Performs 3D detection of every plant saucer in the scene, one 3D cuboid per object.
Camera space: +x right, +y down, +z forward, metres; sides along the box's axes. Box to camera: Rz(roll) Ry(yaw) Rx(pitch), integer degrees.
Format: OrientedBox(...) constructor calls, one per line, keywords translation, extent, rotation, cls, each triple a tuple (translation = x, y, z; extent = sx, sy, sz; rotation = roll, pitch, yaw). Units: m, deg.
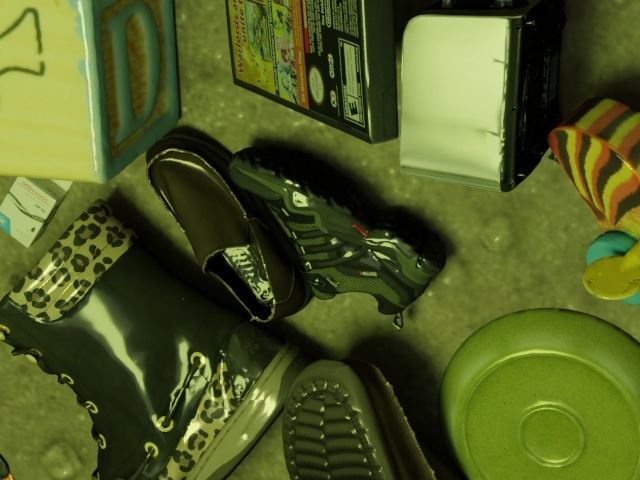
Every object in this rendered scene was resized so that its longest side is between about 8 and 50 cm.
OrientedBox(translation=(0.225, 0.183, 1.789), extent=(0.241, 0.037, 0.241), rotation=(7, 114, 17), cls="plant saucer")

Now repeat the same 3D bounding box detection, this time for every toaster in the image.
OrientedBox(translation=(0.146, -0.135, 1.617), extent=(0.110, 0.168, 0.185), rotation=(8, 113, 20), cls="toaster")

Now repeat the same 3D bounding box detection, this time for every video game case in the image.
OrientedBox(translation=(-0.016, -0.244, 1.617), extent=(0.248, 0.035, 0.275), rotation=(28, 128, 54), cls="video game case")

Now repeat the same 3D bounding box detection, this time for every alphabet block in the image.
OrientedBox(translation=(-0.259, -0.173, 1.726), extent=(0.197, 0.193, 0.192), rotation=(6, 111, 17), cls="alphabet block")

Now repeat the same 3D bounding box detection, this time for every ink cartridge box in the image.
OrientedBox(translation=(-0.291, -0.041, 1.883), extent=(0.048, 0.028, 0.083), rotation=(36, 118, 2), cls="ink cartridge box")

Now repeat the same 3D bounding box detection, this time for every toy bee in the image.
OrientedBox(translation=(0.326, 0.005, 1.614), extent=(0.298, 0.195, 0.162), rotation=(40, 159, -30), cls="toy bee")

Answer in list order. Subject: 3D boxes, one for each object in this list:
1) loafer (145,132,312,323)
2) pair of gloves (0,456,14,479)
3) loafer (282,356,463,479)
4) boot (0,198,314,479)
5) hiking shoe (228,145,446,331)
OrientedBox(translation=(-0.091, -0.011, 1.797), extent=(0.080, 0.078, 0.220), rotation=(-40, 95, 28), cls="loafer")
OrientedBox(translation=(-0.378, 0.259, 2.045), extent=(0.083, 0.010, 0.074), rotation=(-32, 98, 26), cls="pair of gloves")
OrientedBox(translation=(0.076, 0.259, 1.826), extent=(0.134, 0.130, 0.366), rotation=(1, 120, 42), cls="loafer")
OrientedBox(translation=(-0.221, 0.165, 1.880), extent=(0.284, 0.138, 0.377), rotation=(42, 114, -2), cls="boot")
OrientedBox(translation=(0.000, 0.000, 1.765), extent=(0.227, 0.086, 0.114), rotation=(31, 114, 4), cls="hiking shoe")
